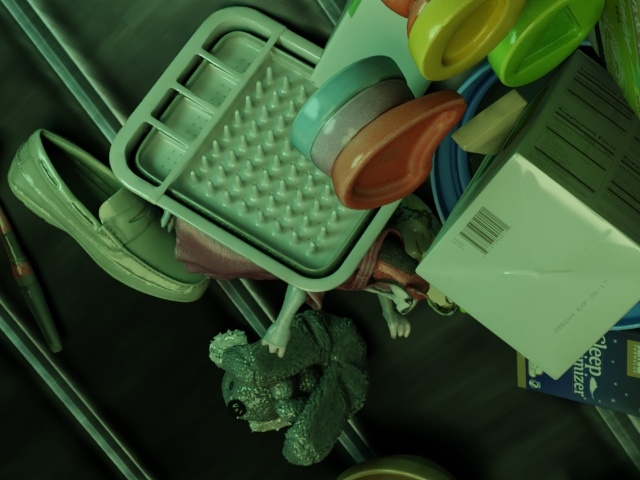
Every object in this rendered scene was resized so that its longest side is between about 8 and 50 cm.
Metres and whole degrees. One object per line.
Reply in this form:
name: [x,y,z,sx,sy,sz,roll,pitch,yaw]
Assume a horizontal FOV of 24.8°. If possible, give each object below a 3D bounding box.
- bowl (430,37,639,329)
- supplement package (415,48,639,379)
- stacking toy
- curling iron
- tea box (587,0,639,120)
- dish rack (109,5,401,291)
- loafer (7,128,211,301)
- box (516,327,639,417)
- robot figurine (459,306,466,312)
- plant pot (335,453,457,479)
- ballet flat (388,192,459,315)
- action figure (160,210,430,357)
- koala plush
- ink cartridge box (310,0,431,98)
bowl: [0.327,-0.074,1.751,0.391,0.077,0.391,12,125,18]
supplement package: [0.269,-0.033,1.587,0.198,0.263,0.199,38,129,-1]
stacking toy: [0.114,-0.187,1.424,0.130,0.279,0.309,51,132,20]
curling iron: [-0.446,0.048,2.139,0.068,0.035,0.274,-13,117,29]
tea box: [0.373,-0.314,1.415,0.219,0.323,0.329,-15,118,3]
dish rack: [-0.055,-0.104,1.765,0.332,0.286,0.072,30,160,12]
loafer: [-0.280,-0.033,1.982,0.319,0.112,0.111,34,135,-5]
box: [0.365,0.156,1.907,0.225,0.036,0.136,11,126,27]
robot figurine: [0.193,0.035,1.792,0.101,0.067,0.115,14,126,32]
plant pot: [0.128,0.394,2.131,0.237,0.110,0.237,8,124,13]
ballet flat: [0.138,0.020,1.907,0.070,0.070,0.188,-22,113,29]
action figure: [0.000,0.000,1.865,0.370,0.248,0.276,9,99,28]
koala plush: [-0.059,0.199,2.047,0.221,0.203,0.196,-22,106,52]
ink cartridge box: [0.108,-0.284,1.582,0.117,0.278,0.201,28,127,-5]
